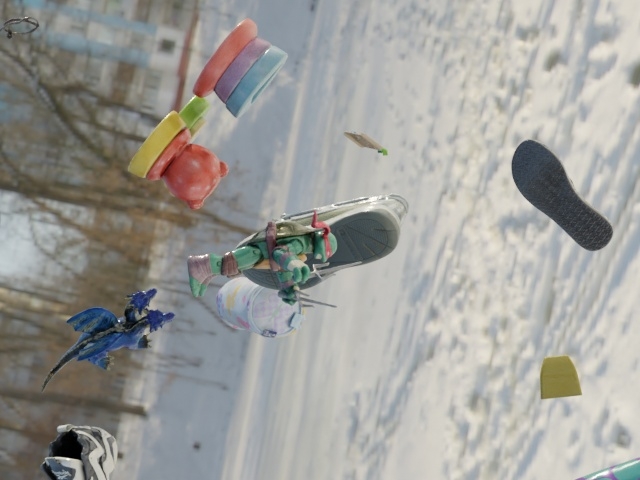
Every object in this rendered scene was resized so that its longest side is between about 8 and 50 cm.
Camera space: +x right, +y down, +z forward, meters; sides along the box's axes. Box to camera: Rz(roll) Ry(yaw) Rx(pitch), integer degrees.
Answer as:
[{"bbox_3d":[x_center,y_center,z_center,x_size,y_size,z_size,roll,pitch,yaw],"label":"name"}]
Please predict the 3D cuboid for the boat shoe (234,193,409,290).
[{"bbox_3d":[0.000,-0.002,1.828,0.118,0.320,0.103,59,-147,-18],"label":"boat shoe"}]

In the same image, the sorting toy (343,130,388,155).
[{"bbox_3d":[0.090,-0.183,2.069,0.062,0.083,0.012,13,74,53],"label":"sorting toy"}]

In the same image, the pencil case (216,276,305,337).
[{"bbox_3d":[-0.122,0.132,2.201,0.273,0.124,0.114,179,103,-70],"label":"pencil case"}]

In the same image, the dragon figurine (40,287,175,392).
[{"bbox_3d":[-0.382,0.166,1.902,0.144,0.289,0.085,59,-170,-71],"label":"dragon figurine"}]

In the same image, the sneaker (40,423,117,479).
[{"bbox_3d":[-0.391,0.401,1.753,0.153,0.094,0.235,47,-141,-56],"label":"sneaker"}]

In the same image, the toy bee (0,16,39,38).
[{"bbox_3d":[-0.614,-0.336,1.852,0.195,0.298,0.162,133,131,-60],"label":"toy bee"}]

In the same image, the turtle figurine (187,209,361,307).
[{"bbox_3d":[-0.060,0.033,1.515,0.175,0.234,0.118,76,-173,-70],"label":"turtle figurine"}]

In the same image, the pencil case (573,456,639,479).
[{"bbox_3d":[0.400,0.323,1.429,0.070,0.151,0.064,-98,-18,-57],"label":"pencil case"}]

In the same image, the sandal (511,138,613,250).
[{"bbox_3d":[0.455,-0.084,2.099,0.097,0.254,0.054,-38,5,20],"label":"sandal"}]

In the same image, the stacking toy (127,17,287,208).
[{"bbox_3d":[-0.161,-0.202,1.815,0.309,0.130,0.279,-51,4,5],"label":"stacking toy"}]

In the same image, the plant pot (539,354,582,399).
[{"bbox_3d":[0.474,0.271,2.189,0.081,0.081,0.083,27,-124,-78],"label":"plant pot"}]
